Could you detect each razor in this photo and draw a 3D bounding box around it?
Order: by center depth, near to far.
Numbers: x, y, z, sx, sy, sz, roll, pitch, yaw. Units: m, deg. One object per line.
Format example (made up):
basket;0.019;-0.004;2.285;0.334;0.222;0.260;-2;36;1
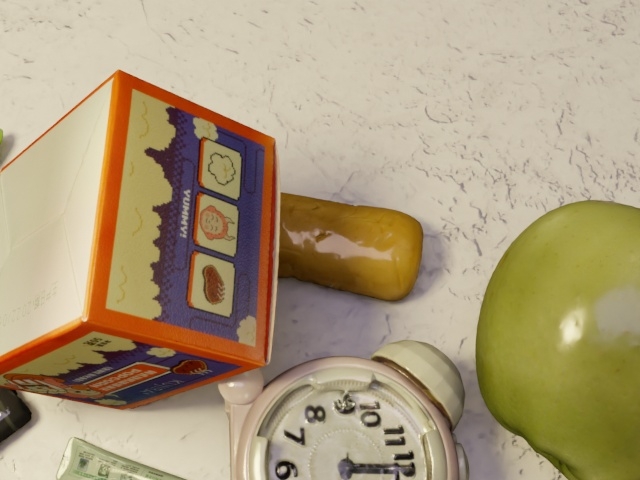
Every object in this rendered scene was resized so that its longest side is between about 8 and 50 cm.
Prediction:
razor;-0.494;0.264;1.248;0.148;0.054;0.090;-40;66;-13

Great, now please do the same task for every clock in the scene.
clock;0.037;0.301;1.132;0.325;0.184;0.342;-3;72;-2

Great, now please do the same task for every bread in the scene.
bread;0.000;0.000;1.307;0.305;0.091;0.142;9;63;7

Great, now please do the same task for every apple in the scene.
apple;0.366;0.131;1.090;0.357;0.357;0.357;-2;67;4

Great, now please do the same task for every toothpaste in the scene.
toothpaste;-0.262;0.330;1.214;0.218;0.041;0.064;13;74;13

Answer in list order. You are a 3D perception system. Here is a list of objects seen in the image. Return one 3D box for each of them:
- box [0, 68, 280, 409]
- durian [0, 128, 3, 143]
box;-0.252;0.024;1.132;0.348;0.256;0.319;-25;57;43
durian;-0.638;-0.125;1.398;0.250;0.101;0.139;-6;66;2
